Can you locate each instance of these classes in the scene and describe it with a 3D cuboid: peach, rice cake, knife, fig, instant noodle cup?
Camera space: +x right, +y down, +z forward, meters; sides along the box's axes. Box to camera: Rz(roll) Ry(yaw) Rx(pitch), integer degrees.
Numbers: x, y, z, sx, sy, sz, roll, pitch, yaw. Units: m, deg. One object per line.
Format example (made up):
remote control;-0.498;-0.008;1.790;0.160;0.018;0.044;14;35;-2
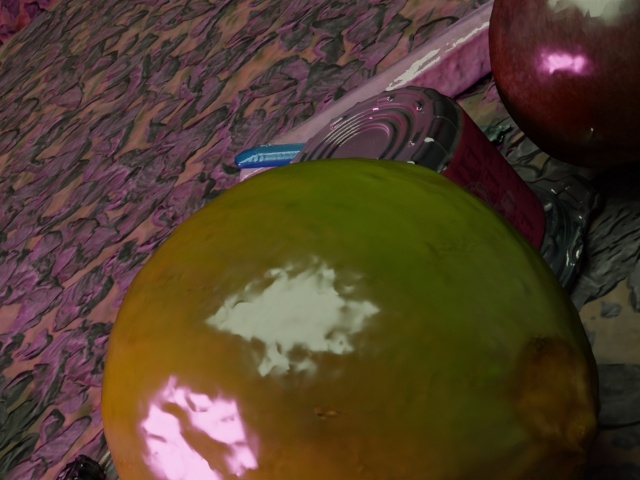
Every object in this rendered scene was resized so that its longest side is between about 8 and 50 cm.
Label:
peach;0.265;-0.174;1.064;0.252;0.252;0.252;-28;32;19
rice cake;0.069;-0.156;1.415;0.399;0.064;0.070;-31;25;13
knife;0.051;-0.097;1.307;0.297;0.026;0.044;-4;39;15
fig;0.029;0.098;0.839;0.343;0.343;0.343;-28;32;19
instant noodle cup;0.078;-0.018;1.099;0.302;0.181;0.258;-43;29;-7

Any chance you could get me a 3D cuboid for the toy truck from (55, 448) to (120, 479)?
toy truck;-0.150;0.194;1.118;0.286;0.136;0.111;-55;13;-28
